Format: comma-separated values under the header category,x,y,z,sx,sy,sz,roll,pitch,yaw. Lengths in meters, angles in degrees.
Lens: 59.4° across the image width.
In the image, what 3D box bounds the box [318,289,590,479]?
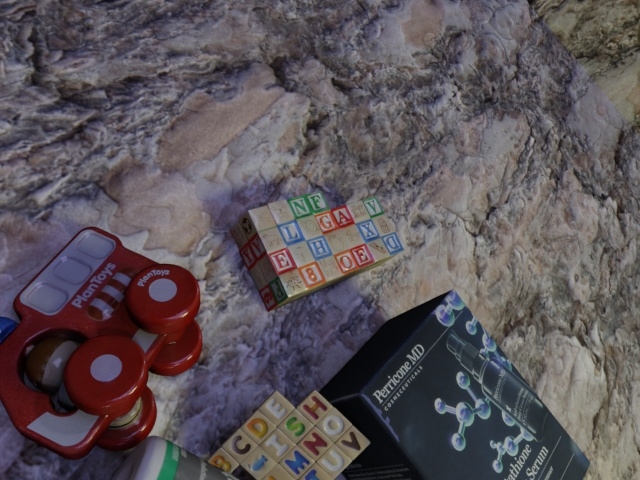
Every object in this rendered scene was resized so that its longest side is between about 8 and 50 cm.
category,x,y,z,sx,sy,sz,roll,pitch,yaw
box,0.214,0.342,0.966,0.395,0.212,0.293,51,52,1

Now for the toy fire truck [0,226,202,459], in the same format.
category,x,y,z,sx,sy,sz,roll,pitch,yaw
toy fire truck,-0.320,0.134,0.790,0.253,0.169,0.302,24,52,9

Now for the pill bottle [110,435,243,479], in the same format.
category,x,y,z,sx,sy,sz,roll,pitch,yaw
pill bottle,-0.118,0.424,0.722,0.361,0.204,0.204,35,53,-14

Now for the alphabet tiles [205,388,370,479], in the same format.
category,x,y,z,sx,sy,sz,roll,pitch,yaw
alphabet tiles,-0.049,0.342,0.833,0.198,0.009,0.237,44,93,-5

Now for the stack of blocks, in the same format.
category,x,y,z,sx,sy,sz,roll,pitch,yaw
stack of blocks,0.000,0.000,1.081,0.297,0.087,0.171,-18,77,-37
